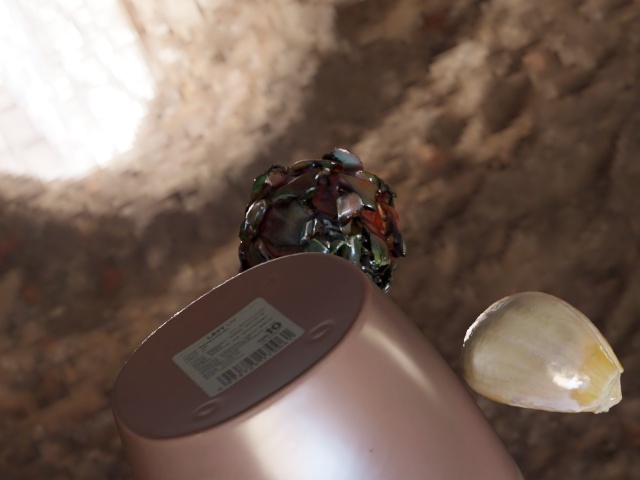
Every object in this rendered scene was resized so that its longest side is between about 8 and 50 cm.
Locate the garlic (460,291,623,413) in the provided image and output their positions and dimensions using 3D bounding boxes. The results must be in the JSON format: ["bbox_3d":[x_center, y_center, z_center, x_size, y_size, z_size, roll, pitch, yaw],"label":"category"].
[{"bbox_3d":[0.251,0.144,2.319,0.145,0.164,0.245,-57,-154,-13],"label":"garlic"}]

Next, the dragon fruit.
[{"bbox_3d":[0.000,-0.001,1.945,0.182,0.182,0.188,-20,-170,19],"label":"dragon fruit"}]

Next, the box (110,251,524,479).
[{"bbox_3d":[-0.015,0.161,1.496,0.301,0.216,0.301,-24,-155,12],"label":"box"}]
